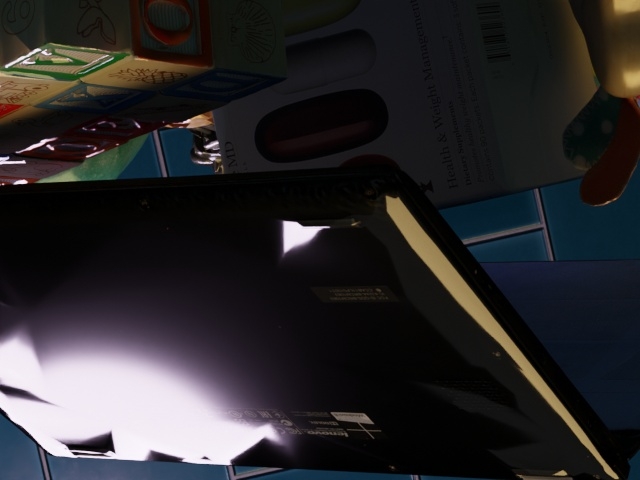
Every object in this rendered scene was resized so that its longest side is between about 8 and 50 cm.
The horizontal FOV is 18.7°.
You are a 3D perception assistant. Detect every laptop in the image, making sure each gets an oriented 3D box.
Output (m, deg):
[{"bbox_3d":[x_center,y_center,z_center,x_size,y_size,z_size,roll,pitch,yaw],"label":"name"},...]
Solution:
[{"bbox_3d":[0.000,0.000,1.080,0.382,0.236,0.408,-2,145,34],"label":"laptop"}]

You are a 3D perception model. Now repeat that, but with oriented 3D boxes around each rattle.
[{"bbox_3d":[0.179,-0.129,0.947,0.143,0.199,0.130,-13,-178,-19],"label":"rattle"}]

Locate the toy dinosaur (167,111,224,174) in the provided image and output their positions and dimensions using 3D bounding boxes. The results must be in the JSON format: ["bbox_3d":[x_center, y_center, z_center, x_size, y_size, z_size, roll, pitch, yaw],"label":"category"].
[{"bbox_3d":[-0.086,-0.142,1.522,0.322,0.164,0.218,7,173,19],"label":"toy dinosaur"}]

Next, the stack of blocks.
[{"bbox_3d":[-0.175,-0.089,0.930,0.171,0.087,0.297,3,167,-40],"label":"stack of blocks"}]

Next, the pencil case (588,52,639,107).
[{"bbox_3d":[0.223,-0.118,1.409,0.104,0.104,0.236,-12,170,19],"label":"pencil case"}]

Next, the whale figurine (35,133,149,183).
[{"bbox_3d":[-0.216,-0.098,1.777,0.216,0.141,0.272,-12,-178,35],"label":"whale figurine"}]

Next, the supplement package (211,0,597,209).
[{"bbox_3d":[0.048,-0.112,1.243,0.203,0.194,0.149,-12,180,34],"label":"supplement package"}]
